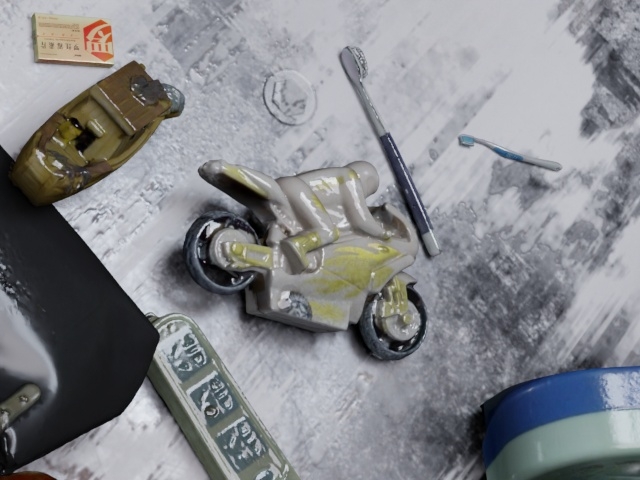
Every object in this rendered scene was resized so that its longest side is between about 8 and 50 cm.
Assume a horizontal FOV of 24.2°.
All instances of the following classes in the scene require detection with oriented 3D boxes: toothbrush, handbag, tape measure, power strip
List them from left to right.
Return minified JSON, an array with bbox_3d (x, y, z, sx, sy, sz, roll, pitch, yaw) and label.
[{"bbox_3d":[-0.333,0.074,1.466,0.342,0.152,0.288,49,24,-6],"label":"handbag"},{"bbox_3d":[-0.113,0.199,1.658,0.080,0.048,0.286,-32,90,-33],"label":"power strip"},{"bbox_3d":[0.090,-0.113,1.878,0.026,0.024,0.288,-18,83,-46],"label":"toothbrush"},{"bbox_3d":[0.253,-0.117,1.972,0.162,0.014,0.017,12,55,-25],"label":"toothbrush"},{"bbox_3d":[0.336,0.237,1.747,0.259,0.262,0.138,-3,73,-9],"label":"tape measure"}]

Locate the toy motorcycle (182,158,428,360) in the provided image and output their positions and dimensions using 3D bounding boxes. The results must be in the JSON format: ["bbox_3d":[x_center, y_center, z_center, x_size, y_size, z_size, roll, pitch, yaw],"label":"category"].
[{"bbox_3d":[0.000,0.000,1.741,0.341,0.108,0.222,20,75,-30],"label":"toy motorcycle"}]

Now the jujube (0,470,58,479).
[{"bbox_3d":[-0.298,0.376,1.382,0.216,0.216,0.342,-3,62,-29],"label":"jujube"}]

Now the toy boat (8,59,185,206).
[{"bbox_3d":[-0.229,-0.121,1.577,0.089,0.121,0.321,50,25,-6],"label":"toy boat"}]

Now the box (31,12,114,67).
[{"bbox_3d":[-0.284,-0.230,1.713,0.093,0.015,0.058,1,73,-28],"label":"box"}]
